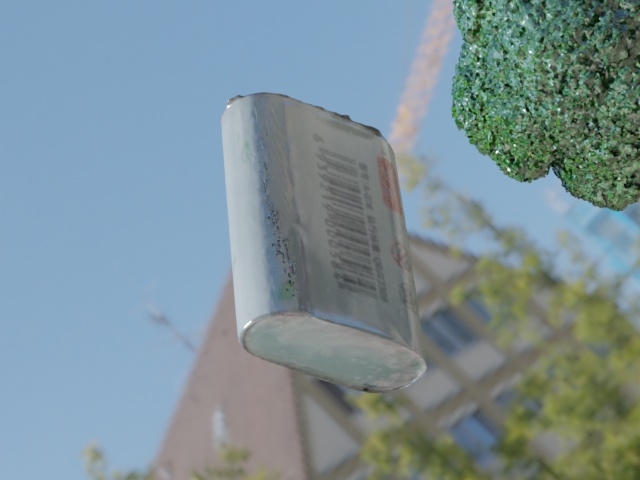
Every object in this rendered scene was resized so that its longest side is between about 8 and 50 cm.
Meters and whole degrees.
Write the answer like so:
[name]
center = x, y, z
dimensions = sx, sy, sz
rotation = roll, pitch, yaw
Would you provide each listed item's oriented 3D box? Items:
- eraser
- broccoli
[eraser]
center = 0.000, 0.000, 1.626
dimensions = 0.174, 0.227, 0.081
rotation = 18, -42, -30
[broccoli]
center = 0.228, -0.166, 1.516
dimensions = 0.245, 0.265, 0.294
rotation = -3, -54, -51
